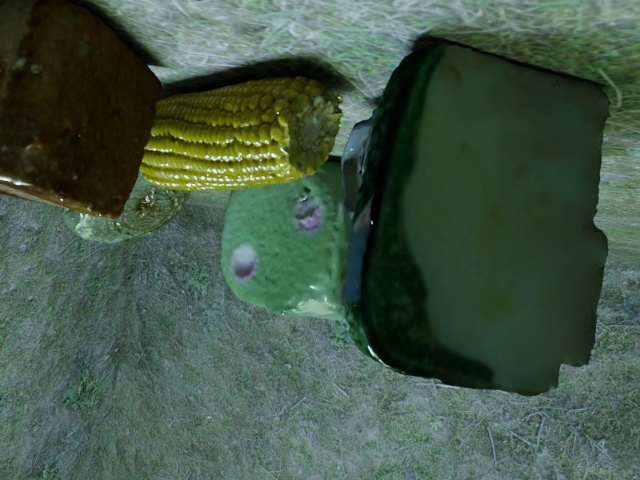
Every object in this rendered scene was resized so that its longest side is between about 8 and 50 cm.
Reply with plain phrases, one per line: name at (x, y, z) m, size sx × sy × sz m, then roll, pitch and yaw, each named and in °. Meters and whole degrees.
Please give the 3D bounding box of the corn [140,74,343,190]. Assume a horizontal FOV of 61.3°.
corn at (-0.131, -0.131, 0.713) m, size 0.144 × 0.143 × 0.387 m, roll 12°, pitch 179°, yaw -44°

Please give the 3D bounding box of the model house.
model house at (0.129, -0.012, 0.600) m, size 0.244 × 0.298 × 0.284 m, roll 10°, pitch 178°, yaw -11°

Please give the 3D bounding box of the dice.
dice at (0.000, 0.000, 1.186) m, size 0.330 × 0.318 × 0.322 m, roll 9°, pitch 179°, yaw 37°

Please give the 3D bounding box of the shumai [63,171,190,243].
shumai at (-0.512, -0.170, 1.370) m, size 0.263 × 0.304 × 0.309 m, roll 47°, pitch -162°, yaw 26°

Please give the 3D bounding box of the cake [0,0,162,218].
cake at (-0.354, -0.152, 0.590) m, size 0.293 × 0.196 × 0.199 m, roll 14°, pitch 177°, yaw 11°
